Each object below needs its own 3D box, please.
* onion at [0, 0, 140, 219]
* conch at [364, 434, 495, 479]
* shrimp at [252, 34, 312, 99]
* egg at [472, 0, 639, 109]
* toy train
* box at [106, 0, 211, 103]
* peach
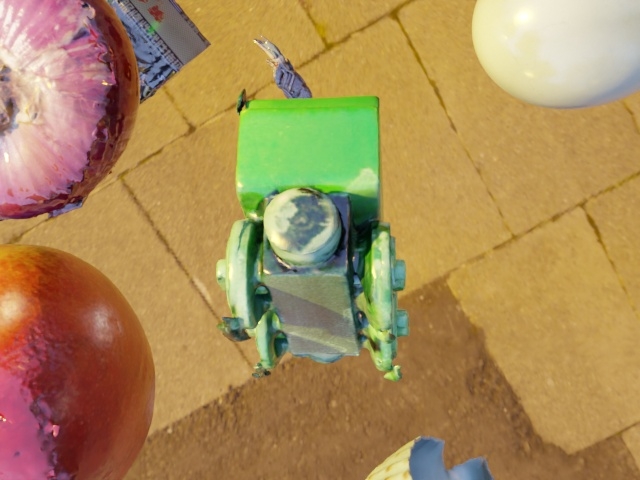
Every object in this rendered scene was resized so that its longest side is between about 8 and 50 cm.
[{"bbox_3d":[-0.258,-0.128,0.738,0.230,0.163,0.229,0,105,1],"label":"onion"},{"bbox_3d":[0.088,0.353,0.804,0.215,0.319,0.303,-27,133,13],"label":"conch"},{"bbox_3d":[-0.040,-0.184,0.967,0.029,0.038,0.092,-32,96,4],"label":"shrimp"},{"bbox_3d":[0.285,-0.233,0.935,0.264,0.183,0.182,-12,110,-18],"label":"egg"},{"bbox_3d":[0.000,0.000,0.678,0.133,0.243,0.188,-2,67,5],"label":"toy train"},{"bbox_3d":[-0.306,-0.223,1.086,0.310,0.084,0.198,-29,107,39],"label":"box"},{"bbox_3d":[-0.350,0.184,1.009,0.370,0.370,0.369,0,109,0],"label":"peach"}]
